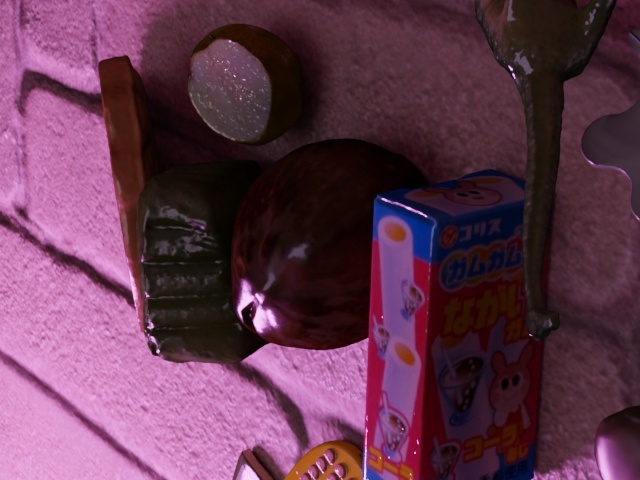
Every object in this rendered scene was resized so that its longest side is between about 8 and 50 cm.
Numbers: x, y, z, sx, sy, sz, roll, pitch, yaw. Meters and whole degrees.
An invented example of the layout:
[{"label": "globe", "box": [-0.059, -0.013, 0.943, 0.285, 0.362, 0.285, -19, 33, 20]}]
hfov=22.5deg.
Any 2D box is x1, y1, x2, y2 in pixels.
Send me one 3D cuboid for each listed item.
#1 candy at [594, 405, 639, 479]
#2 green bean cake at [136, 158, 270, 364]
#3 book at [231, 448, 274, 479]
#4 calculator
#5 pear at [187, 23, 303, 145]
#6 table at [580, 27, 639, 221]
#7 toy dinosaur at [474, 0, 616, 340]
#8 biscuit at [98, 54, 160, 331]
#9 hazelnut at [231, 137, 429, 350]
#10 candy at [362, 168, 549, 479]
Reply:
[{"label": "candy", "box": [0.337, 0.202, 1.325, 0.234, 0.104, 0.102, 15, 107, 51]}, {"label": "green bean cake", "box": [-0.125, 0.026, 1.809, 0.248, 0.125, 0.222, -40, -55, -81]}, {"label": "book", "box": [-0.076, 0.432, 2.042, 0.201, 0.026, 0.289, 47, 134, 36]}, {"label": "calculator", "box": [-0.001, 0.334, 1.877, 0.146, 0.032, 0.235, 52, 128, 31]}, {"label": "pear", "box": [-0.074, -0.180, 1.791, 0.141, 0.104, 0.141, 18, 127, 27]}, {"label": "table", "box": [0.310, -0.069, 1.246, 0.198, 0.166, 0.166, 56, 140, 40]}, {"label": "toy dinosaur", "box": [0.170, -0.137, 1.372, 0.447, 0.087, 0.301, -115, 34, -65]}, {"label": "biscuit", "box": [-0.221, -0.065, 1.966, 0.312, 0.057, 0.351, 97, 164, -68]}, {"label": "hazelnut", "box": [0.000, 0.000, 1.651, 0.218, 0.218, 0.234, 56, 142, 28]}, {"label": "candy", "box": [0.130, 0.097, 1.537, 0.100, 0.157, 0.306, 23, 118, 49]}]
